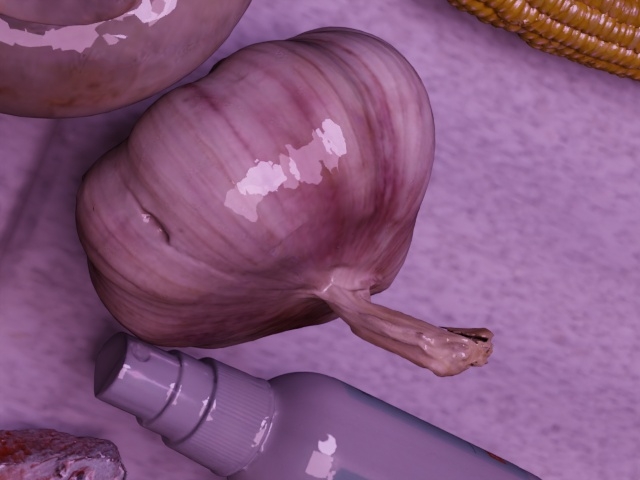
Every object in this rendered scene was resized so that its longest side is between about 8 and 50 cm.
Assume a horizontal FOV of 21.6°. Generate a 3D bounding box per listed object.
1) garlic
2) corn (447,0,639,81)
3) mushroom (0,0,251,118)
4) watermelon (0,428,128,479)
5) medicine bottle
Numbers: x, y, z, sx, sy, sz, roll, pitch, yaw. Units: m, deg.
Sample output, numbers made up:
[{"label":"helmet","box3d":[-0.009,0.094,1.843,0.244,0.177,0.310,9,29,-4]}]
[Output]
[{"label":"garlic","box3d":[0.000,0.000,1.010,0.245,0.253,0.245,-40,160,-18]},{"label":"corn","box3d":[0.201,-0.167,1.167,0.291,0.101,0.101,16,96,-30]},{"label":"mushroom","box3d":[-0.134,-0.202,0.891,0.297,0.290,0.297,-7,108,-22]},{"label":"watermelon","box3d":[-0.185,0.185,1.095,0.139,0.071,0.187,-39,119,-26]},{"label":"medicine bottle","box3d":[0.003,0.151,1.142,0.352,0.110,0.110,27,91,-27]}]
